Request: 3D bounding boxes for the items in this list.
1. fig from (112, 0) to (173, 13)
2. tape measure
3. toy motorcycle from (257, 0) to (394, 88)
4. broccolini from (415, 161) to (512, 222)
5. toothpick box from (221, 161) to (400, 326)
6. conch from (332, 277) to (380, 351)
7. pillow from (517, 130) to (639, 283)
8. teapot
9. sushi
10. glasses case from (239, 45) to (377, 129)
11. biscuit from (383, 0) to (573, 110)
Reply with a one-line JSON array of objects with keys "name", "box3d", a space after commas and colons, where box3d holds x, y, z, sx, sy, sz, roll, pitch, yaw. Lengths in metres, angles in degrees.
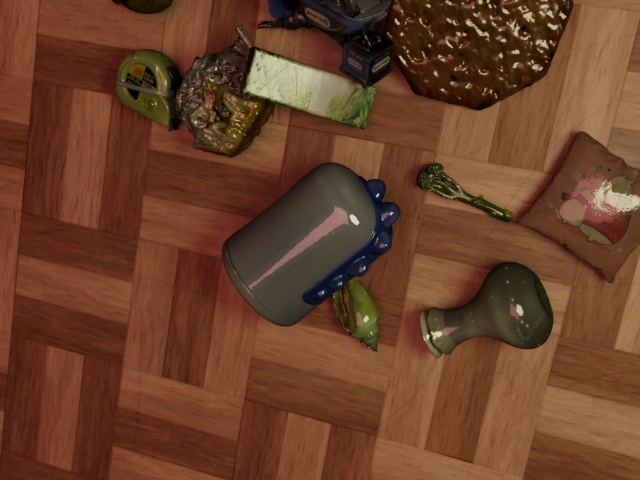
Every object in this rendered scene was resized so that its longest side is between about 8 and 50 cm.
[{"name": "fig", "box3d": [-0.393, -0.574, 1.389, 0.126, 0.185, 0.133, -31, 116, -21]}, {"name": "tape measure", "box3d": [-0.389, -0.355, 1.416, 0.177, 0.087, 0.154, 26, 115, 10]}, {"name": "toy motorcycle", "box3d": [-0.009, -0.468, 1.236, 0.358, 0.213, 0.125, 39, 61, 23]}, {"name": "broccolini", "box3d": [0.306, -0.102, 1.312, 0.216, 0.058, 0.067, 22, 144, 3]}, {"name": "toothpick box", "box3d": [0.000, 0.000, 1.291, 0.354, 0.263, 0.263, -39, 88, 14]}, {"name": "conch", "box3d": [0.079, 0.157, 1.383, 0.095, 0.079, 0.201, -37, 71, 28]}, {"name": "pillow", "box3d": [0.547, -0.064, 1.232, 0.236, 0.084, 0.223, 37, 105, 10]}, {"name": "teapot", "box3d": [0.336, 0.155, 1.278, 0.250, 0.183, 0.184, -23, 92, 26]}, {"name": "sushi", "box3d": [-0.196, -0.314, 1.349, 0.184, 0.139, 0.274, 34, 101, 4]}, {"name": "glasses case", "box3d": [-0.025, -0.310, 1.277, 0.272, 0.062, 0.095, 13, 103, -21]}, {"name": "biscuit", "box3d": [0.299, -0.425, 1.206, 0.359, 0.046, 0.359, 4, 120, 8]}]
